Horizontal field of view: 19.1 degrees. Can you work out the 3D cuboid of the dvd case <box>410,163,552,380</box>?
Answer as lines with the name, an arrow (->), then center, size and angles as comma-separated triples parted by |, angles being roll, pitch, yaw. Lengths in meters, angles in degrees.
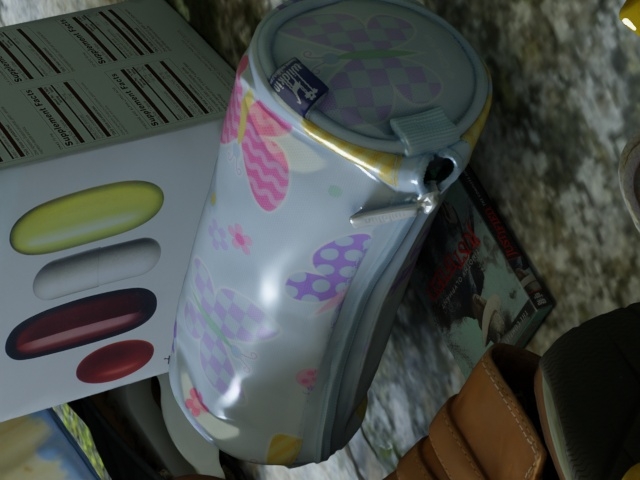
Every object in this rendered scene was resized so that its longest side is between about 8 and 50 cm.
dvd case -> 0.071, 0.008, 0.973 | 0.119, 0.013, 0.087 | 61, 149, 23

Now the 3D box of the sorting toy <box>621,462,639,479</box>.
sorting toy -> 0.127, -0.040, 0.680 | 0.126, 0.127, 0.366 | -20, 86, 20

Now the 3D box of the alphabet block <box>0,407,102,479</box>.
alphabet block -> -0.249, 0.193, 1.292 | 0.193, 0.197, 0.192 | 44, 165, 53

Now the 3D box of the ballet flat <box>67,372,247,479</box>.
ballet flat -> -0.132, 0.091, 1.311 | 0.280, 0.095, 0.096 | 53, 137, 17

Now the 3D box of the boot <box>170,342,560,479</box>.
boot -> 0.043, 0.141, 0.931 | 0.283, 0.109, 0.220 | 34, 128, 24

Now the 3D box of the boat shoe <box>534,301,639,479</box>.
boat shoe -> 0.181, 0.176, 0.750 | 0.324, 0.122, 0.120 | 59, 151, 28

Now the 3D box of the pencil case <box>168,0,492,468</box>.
pencil case -> 0.000, 0.000, 0.964 | 0.124, 0.113, 0.273 | 44, 142, 20

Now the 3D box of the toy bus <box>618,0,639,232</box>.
toy bus -> 0.160, -0.118, 0.560 | 0.104, 0.191, 0.202 | -38, 70, 60

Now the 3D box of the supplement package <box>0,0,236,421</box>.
supplement package -> -0.162, -0.019, 1.177 | 0.149, 0.203, 0.194 | 47, 142, 41
